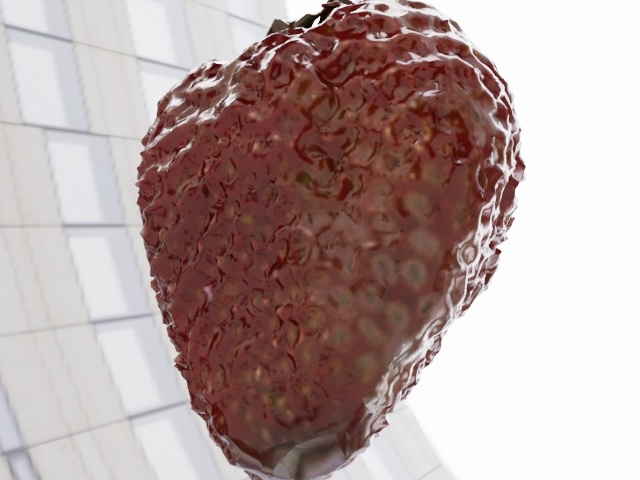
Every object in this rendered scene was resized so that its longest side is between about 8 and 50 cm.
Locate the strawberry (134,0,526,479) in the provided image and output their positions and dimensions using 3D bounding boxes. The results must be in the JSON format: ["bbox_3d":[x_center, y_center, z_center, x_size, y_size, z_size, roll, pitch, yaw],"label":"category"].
[{"bbox_3d":[0.000,0.000,0.873,0.267,0.351,0.312,25,-42,-16],"label":"strawberry"}]
